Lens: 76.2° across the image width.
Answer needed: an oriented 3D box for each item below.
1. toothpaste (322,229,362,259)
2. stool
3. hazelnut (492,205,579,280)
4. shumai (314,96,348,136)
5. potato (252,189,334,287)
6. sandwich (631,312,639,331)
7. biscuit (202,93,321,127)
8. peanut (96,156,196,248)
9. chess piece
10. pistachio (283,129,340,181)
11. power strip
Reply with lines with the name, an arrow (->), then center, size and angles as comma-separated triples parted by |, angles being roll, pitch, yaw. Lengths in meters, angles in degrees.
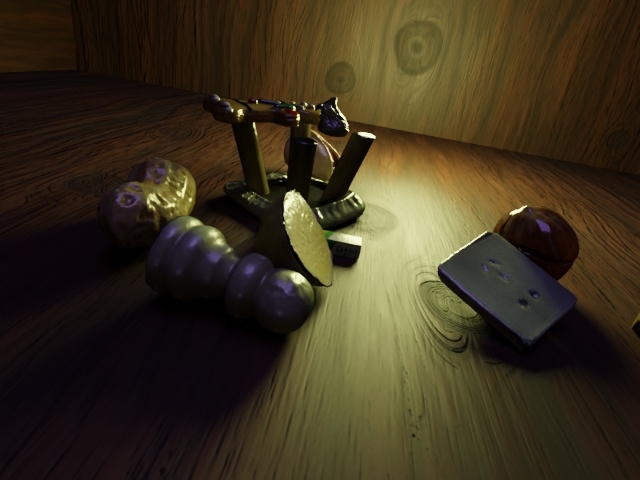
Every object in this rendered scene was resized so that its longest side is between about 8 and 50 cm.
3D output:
toothpaste -> 0.000, 0.000, 0.889 | 0.178, 0.037, 0.043 | 11, 24, 3
stool -> -0.052, -0.186, 1.045 | 0.310, 0.226, 0.310 | 30, 32, 33
hazelnut -> 0.464, 0.009, 0.879 | 0.182, 0.182, 0.182 | 8, 25, -4
shumai -> 0.030, -0.279, 0.918 | 0.082, 0.080, 0.083 | 28, 29, 28
potato -> -0.064, 0.014, 0.735 | 0.117, 0.182, 0.202 | -21, 30, 15
sandwich -> 0.659, 0.141, 0.739 | 0.235, 0.128, 0.122 | -14, 38, -39
biscuit -> -0.123, -0.312, 0.973 | 0.301, 0.049, 0.197 | -6, 32, -31
peanut -> -0.326, -0.075, 0.792 | 0.140, 0.153, 0.325 | 3, 19, -5
chess piece -> -0.126, 0.060, 0.624 | 0.243, 0.133, 0.133 | 21, 27, 12
pistachio -> -0.019, -0.266, 1.314 | 0.157, 0.157, 0.229 | -16, 48, -43
power strip -> 0.337, 0.096, 0.765 | 0.198, 0.064, 0.213 | -24, 55, -30
